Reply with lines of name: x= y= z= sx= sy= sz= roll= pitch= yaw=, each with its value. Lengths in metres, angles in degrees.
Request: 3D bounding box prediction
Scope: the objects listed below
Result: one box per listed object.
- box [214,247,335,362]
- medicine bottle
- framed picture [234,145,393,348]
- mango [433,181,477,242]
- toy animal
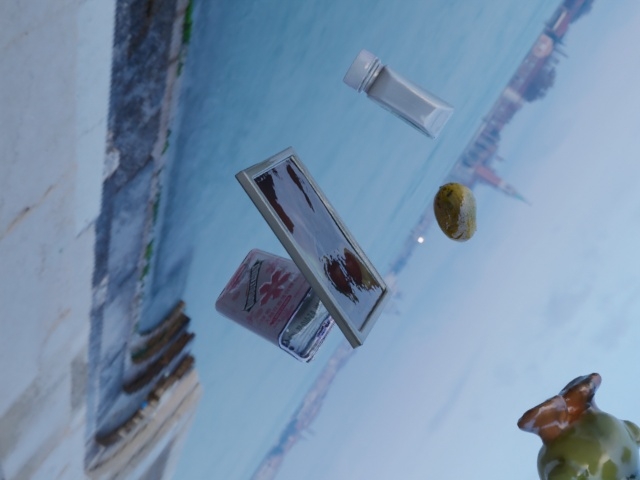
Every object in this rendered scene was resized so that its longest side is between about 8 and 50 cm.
box: x=-0.088 y=0.134 z=1.777 sx=0.190 sy=0.112 sz=0.369 roll=-57 pitch=-151 yaw=-8
medicine bottle: x=0.130 y=-0.243 z=1.346 sx=0.069 sy=0.183 sz=0.119 roll=-56 pitch=-177 yaw=14
framed picture: x=0.000 y=0.000 z=1.192 sx=0.020 sy=0.289 sz=0.211 roll=-34 pitch=-176 yaw=22
mango: x=0.242 y=-0.049 z=1.437 sx=0.079 sy=0.114 sz=0.057 roll=-13 pitch=-163 yaw=24
toy animal: x=0.511 y=0.437 z=1.498 sx=0.216 sy=0.338 sz=0.191 roll=-22 pitch=160 yaw=-26
